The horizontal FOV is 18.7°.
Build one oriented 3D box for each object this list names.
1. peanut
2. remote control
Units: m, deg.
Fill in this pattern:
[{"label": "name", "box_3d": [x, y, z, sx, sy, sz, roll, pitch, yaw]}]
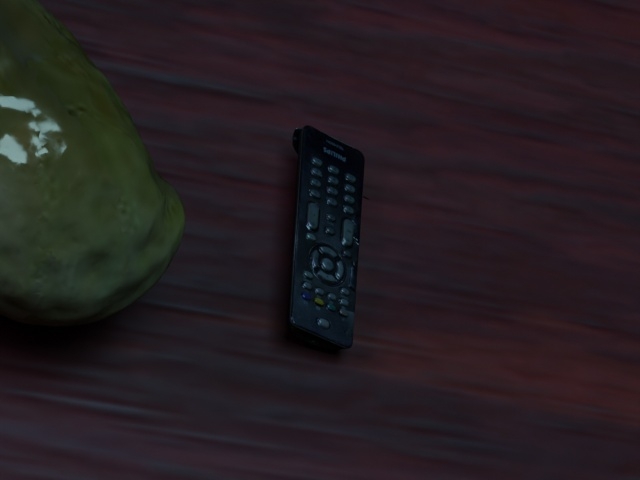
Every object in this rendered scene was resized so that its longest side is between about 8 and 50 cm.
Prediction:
[{"label": "peanut", "box_3d": [-0.154, -0.045, 0.636, 0.236, 0.110, 0.120, 31, 32, -14]}, {"label": "remote control", "box_3d": [0.000, 0.000, 0.733, 0.034, 0.016, 0.091, 26, 50, -28]}]
